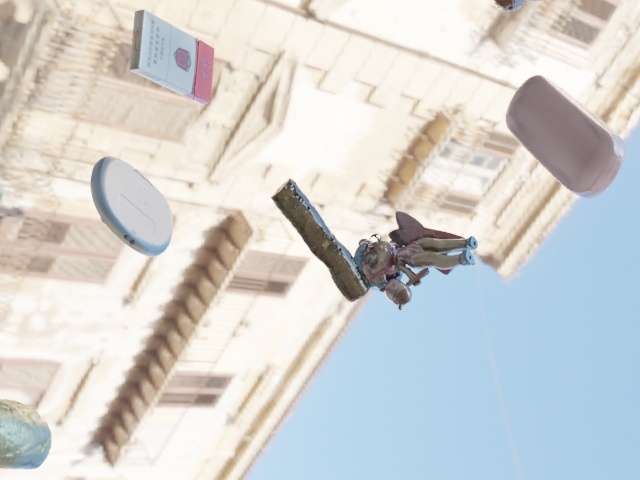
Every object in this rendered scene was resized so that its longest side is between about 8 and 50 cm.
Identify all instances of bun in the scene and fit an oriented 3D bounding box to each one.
[{"bbox_3d":[-0.531,0.301,1.536,0.221,0.221,0.108,-8,-109,48],"label":"bun"}]

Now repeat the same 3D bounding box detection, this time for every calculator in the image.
[{"bbox_3d":[-0.349,-0.071,1.819,0.042,0.188,0.302,-41,-154,16],"label":"calculator"}]

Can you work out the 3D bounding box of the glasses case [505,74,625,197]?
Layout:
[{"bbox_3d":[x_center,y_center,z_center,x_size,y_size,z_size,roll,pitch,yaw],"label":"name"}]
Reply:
[{"bbox_3d":[0.396,-0.176,1.605,0.113,0.075,0.297,-59,-148,22],"label":"glasses case"}]

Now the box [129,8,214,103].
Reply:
[{"bbox_3d":[-0.323,-0.401,2.150,0.035,0.245,0.139,-4,-104,33],"label":"box"}]

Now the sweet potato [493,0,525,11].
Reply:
[{"bbox_3d":[0.309,-0.385,1.511,0.050,0.214,0.050,9,-69,24],"label":"sweet potato"}]

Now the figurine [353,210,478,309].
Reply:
[{"bbox_3d":[0.170,0.054,1.817,0.260,0.103,0.205,-8,-125,33],"label":"figurine"}]

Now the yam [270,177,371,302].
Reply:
[{"bbox_3d":[0.000,0.000,1.709,0.061,0.253,0.061,-32,-161,13],"label":"yam"}]
